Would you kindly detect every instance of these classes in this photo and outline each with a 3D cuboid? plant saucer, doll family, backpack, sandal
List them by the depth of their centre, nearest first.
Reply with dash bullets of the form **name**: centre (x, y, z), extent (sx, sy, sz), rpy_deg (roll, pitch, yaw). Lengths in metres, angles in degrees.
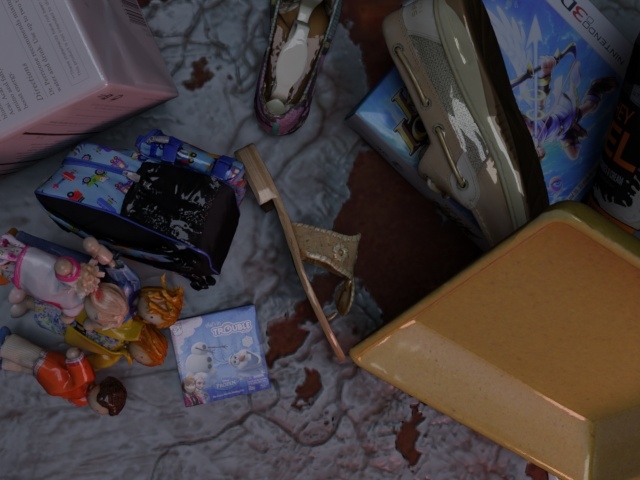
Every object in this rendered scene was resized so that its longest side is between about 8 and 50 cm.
- **doll family**: centre (-0.208, 0.058, 0.698), extent (0.163, 0.263, 0.118), rpy_deg (21, 52, 1)
- **plant saucer**: centre (0.244, 0.103, 0.718), extent (0.333, 0.333, 0.081), rpy_deg (30, 53, -11)
- **backpack**: centre (-0.167, -0.038, 0.723), extent (0.173, 0.158, 0.116), rpy_deg (19, 79, 2)
- **sandal**: centre (0.000, 0.000, 0.780), extent (0.079, 0.088, 0.240), rpy_deg (-27, 90, -3)

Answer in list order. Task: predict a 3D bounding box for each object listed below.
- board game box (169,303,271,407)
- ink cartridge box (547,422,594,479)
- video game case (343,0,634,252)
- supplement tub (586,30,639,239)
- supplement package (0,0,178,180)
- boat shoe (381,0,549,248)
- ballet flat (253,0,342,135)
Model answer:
- **board game box**: centre (-0.104, 0.118, 0.796), extent (0.090, 0.020, 0.090), rpy_deg (-12, 91, -10)
- **ink cartridge box**: centre (0.347, 0.254, 0.877), extent (0.179, 0.045, 0.145), rpy_deg (-7, 92, 8)
- **video game case**: centre (0.205, -0.146, 0.828), extent (0.244, 0.061, 0.269), rpy_deg (42, 84, -7)
- **supplement tub**: centre (0.372, -0.089, 0.728), extent (0.194, 0.193, 0.316), rpy_deg (3, 116, -10)
- **supplement package**: centre (-0.304, -0.143, 0.642), extent (0.293, 0.175, 0.177), rpy_deg (-23, 95, 10)
- **boat shoe**: centre (0.146, -0.088, 0.746), extent (0.098, 0.109, 0.302), rpy_deg (-15, 106, 28)
- **ballet flat**: centre (-0.020, -0.216, 0.778), extent (0.077, 0.079, 0.221), rpy_deg (13, 88, -9)
